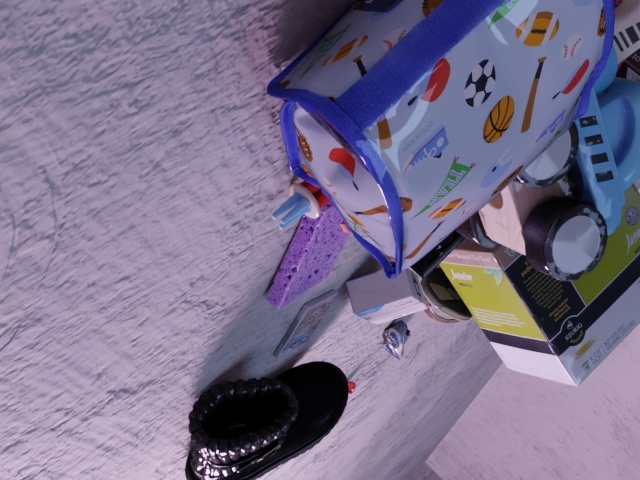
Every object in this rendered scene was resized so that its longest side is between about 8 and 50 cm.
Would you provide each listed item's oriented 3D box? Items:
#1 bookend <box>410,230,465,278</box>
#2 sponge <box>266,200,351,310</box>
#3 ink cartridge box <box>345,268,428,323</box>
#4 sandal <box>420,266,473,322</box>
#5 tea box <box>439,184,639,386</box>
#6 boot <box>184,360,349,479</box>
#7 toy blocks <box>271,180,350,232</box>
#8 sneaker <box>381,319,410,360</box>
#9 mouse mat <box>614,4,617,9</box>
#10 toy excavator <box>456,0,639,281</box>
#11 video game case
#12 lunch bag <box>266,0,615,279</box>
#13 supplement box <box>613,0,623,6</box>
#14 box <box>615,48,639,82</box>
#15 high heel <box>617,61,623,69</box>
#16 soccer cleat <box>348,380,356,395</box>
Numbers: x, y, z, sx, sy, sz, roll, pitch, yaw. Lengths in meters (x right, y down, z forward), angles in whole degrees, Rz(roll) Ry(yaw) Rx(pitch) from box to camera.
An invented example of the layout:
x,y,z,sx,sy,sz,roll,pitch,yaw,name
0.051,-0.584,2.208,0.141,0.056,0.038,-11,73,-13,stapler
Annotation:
x,y,z,sx,sy,sz,roll,pitch,yaw,name
0.202,-0.035,1.958,0.156,0.072,0.157,-43,162,-11,bookend
0.000,0.000,1.627,0.117,0.031,0.210,-30,156,-43,sponge
0.117,0.094,1.995,0.104,0.060,0.180,-19,166,11,ink cartridge box
0.259,0.129,2.394,0.086,0.120,0.303,-35,166,11,sandal
0.445,0.038,2.182,0.329,0.323,0.220,-40,-160,-19,tea box
-0.071,0.273,1.888,0.348,0.131,0.260,-37,160,-28,boot
0.025,-0.048,1.429,0.148,0.123,0.054,-41,147,-22,toy blocks
0.166,0.208,2.442,0.058,0.052,0.135,-46,164,-16,sneaker
0.519,-0.387,2.046,0.189,0.007,0.152,-48,163,6,mouse mat
0.365,-0.230,1.575,0.445,0.222,0.432,-31,117,-18,toy excavator
-0.024,0.137,1.904,0.087,0.011,0.122,-24,152,-51,video game case
0.126,-0.170,1.221,0.328,0.239,0.385,-43,169,-6,lunch bag
0.527,-0.377,1.725,0.114,0.220,0.111,-43,162,-14,supplement box
0.772,-0.419,2.260,0.381,0.191,0.143,-47,163,-2,box
0.385,-0.235,1.833,0.181,0.127,0.377,-61,163,6,high heel
0.049,0.324,2.462,0.083,0.029,0.035,-52,171,25,soccer cleat
